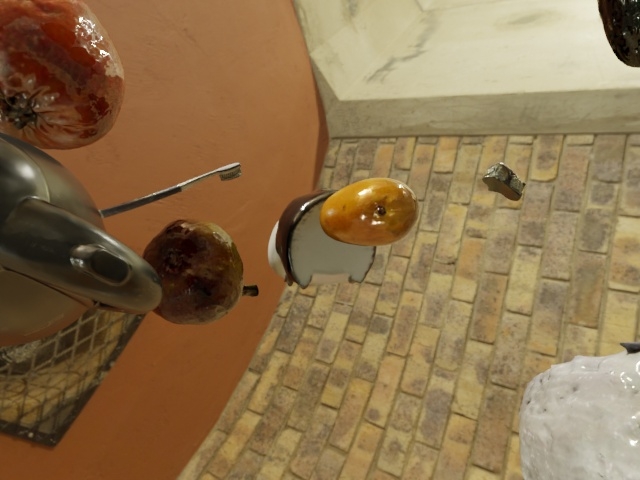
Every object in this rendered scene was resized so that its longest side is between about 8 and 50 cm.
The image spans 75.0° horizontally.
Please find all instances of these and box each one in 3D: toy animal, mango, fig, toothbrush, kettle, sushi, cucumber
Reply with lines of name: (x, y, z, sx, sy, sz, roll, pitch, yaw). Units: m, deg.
toy animal: (0.000, 0.000, 1.009, 0.250, 0.310, 0.251, -1, -88, -14)
mango: (0.074, -0.043, 0.721, 0.144, 0.219, 0.113, -11, -90, -28)
fig: (-0.185, 0.075, 0.780, 0.290, 0.190, 0.191, 26, -105, -43)
toothbrush: (-0.273, -0.085, 0.747, 0.287, 0.024, 0.026, -25, -65, -26)
kettle: (-0.286, 0.006, 0.404, 0.268, 0.290, 0.208, 27, -114, -21)
sushi: (0.345, -0.113, 0.782, 0.083, 0.044, 0.046, 34, -109, -8)
cucumber: (0.435, -0.402, 0.596, 0.072, 0.081, 0.304, -28, -68, -70)

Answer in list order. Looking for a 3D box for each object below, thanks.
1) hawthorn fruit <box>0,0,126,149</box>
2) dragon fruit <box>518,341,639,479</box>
hawthorn fruit: (-0.424, -0.284, 0.641, 0.242, 0.241, 0.272, 42, -143, -52)
dragon fruit: (0.268, 0.215, 0.282, 0.282, 0.221, 0.204, 34, -123, -22)
